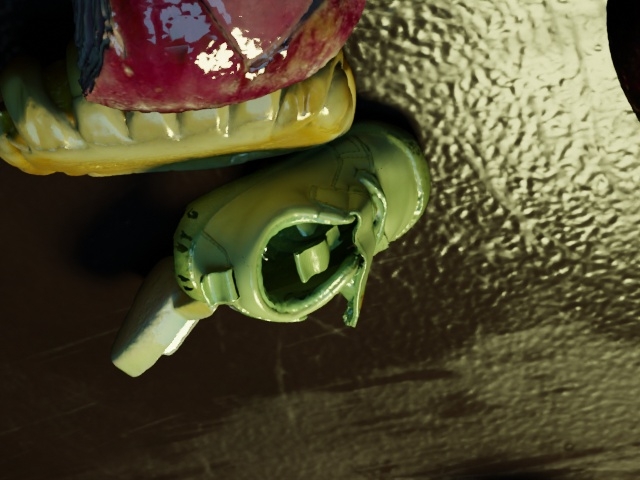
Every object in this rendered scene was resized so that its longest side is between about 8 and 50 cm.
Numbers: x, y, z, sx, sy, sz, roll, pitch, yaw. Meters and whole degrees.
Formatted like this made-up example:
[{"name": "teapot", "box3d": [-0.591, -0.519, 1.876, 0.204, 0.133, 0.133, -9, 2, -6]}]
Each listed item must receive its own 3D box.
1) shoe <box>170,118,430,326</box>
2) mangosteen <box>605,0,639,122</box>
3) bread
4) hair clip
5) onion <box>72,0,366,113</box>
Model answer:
[{"name": "shoe", "box3d": [-0.004, -0.002, 1.558, 0.262, 0.128, 0.140, -20, 133, -26]}, {"name": "mangosteen", "box3d": [0.369, -0.176, 1.389, 0.288, 0.288, 0.288, 0, 130, 0]}, {"name": "bread", "box3d": [-0.129, -0.124, 1.496, 0.311, 0.121, 0.173, -5, 174, 5]}, {"name": "hair clip", "box3d": [-0.112, 0.048, 1.648, 0.218, 0.159, 0.071, -42, 108, 8]}, {"name": "onion", "box3d": [-0.083, -0.230, 1.354, 0.247, 0.111, 0.250, -4, 87, 5]}]
